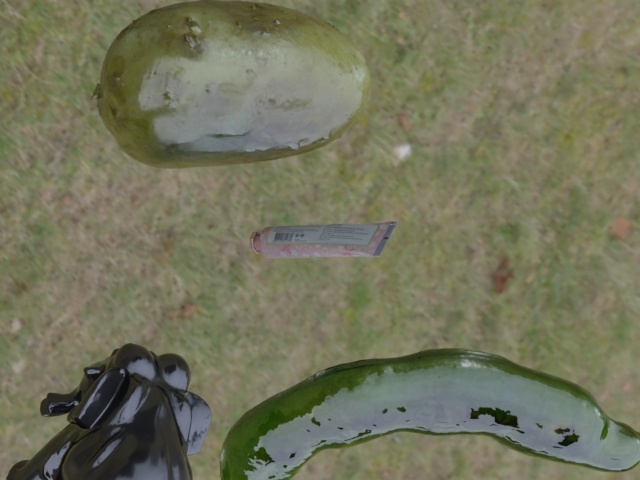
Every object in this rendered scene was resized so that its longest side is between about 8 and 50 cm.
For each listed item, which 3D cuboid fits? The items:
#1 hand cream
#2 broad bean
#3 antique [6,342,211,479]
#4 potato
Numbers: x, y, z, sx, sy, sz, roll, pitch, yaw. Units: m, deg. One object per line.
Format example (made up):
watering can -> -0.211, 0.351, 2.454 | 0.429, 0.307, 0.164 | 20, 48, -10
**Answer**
hand cream -> 0.000, 0.000, 1.616 | 0.067, 0.209, 0.043 | -57, 133, -40
broad bean -> 0.053, 0.126, 0.788 | 0.291, 0.049, 0.144 | -16, 130, 16
antique -> -0.268, 0.292, 1.590 | 0.185, 0.322, 0.255 | 21, 130, -35
potato -> -0.097, -0.174, 1.363 | 0.307, 0.173, 0.210 | -4, 150, -13
